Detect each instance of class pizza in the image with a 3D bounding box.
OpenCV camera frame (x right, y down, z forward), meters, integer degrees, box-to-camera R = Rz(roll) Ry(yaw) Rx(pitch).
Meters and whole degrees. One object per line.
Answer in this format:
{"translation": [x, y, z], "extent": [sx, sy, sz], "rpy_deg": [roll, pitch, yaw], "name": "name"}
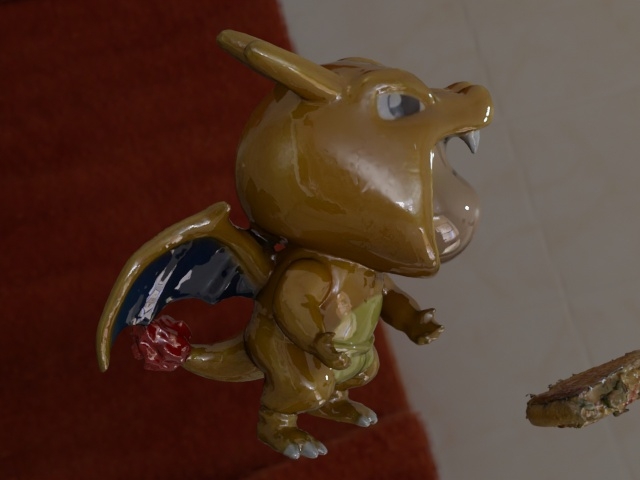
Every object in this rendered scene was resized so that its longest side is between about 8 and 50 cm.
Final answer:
{"translation": [0.371, 0.204, 1.912], "extent": [0.147, 0.226, 0.069], "rpy_deg": [-22, -92, 43], "name": "pizza"}

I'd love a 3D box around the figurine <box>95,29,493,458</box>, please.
{"translation": [-0.014, 0.004, 1.428], "extent": [0.268, 0.401, 0.387], "rpy_deg": [22, -75, 40], "name": "figurine"}
